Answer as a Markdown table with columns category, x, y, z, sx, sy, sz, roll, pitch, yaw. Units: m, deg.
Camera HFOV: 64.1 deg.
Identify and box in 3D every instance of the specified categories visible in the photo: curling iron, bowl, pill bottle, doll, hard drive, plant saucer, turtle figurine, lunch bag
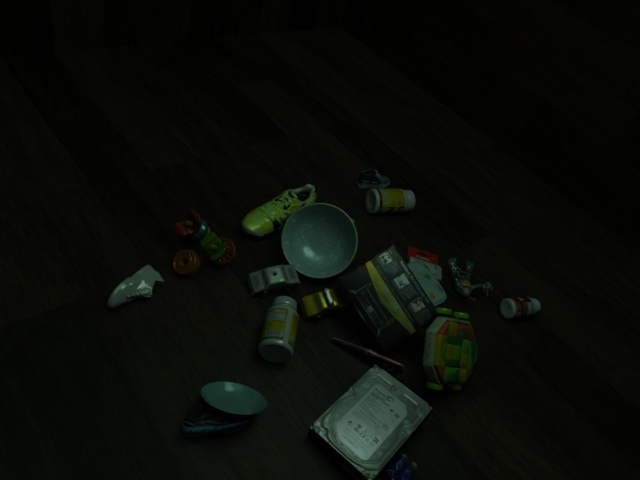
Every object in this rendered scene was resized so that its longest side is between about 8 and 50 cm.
| category | x | y | z | sx | sy | sz | roll | pitch | yaw |
| --- | --- | --- | --- | --- | --- | --- | --- | --- | --- |
| curling iron | 0.164 | 0.399 | 1.752 | 0.274 | 0.068 | 0.035 | 25 | 5 | 12 |
| bowl | 0.000 | 0.000 | 1.995 | 0.290 | 0.289 | 0.156 | 23 | 2 | 3 |
| pill bottle | 0.824 | 0.275 | 2.105 | 0.152 | 0.086 | 0.086 | -2 | 47 | -23 |
| doll | 0.204 | 0.701 | 1.467 | 0.129 | 0.046 | 0.189 | 33 | 44 | 31 |
| pill bottle | 0.322 | -0.182 | 2.352 | 0.209 | 0.119 | 0.119 | -3 | 48 | -23 |
| hard drive | 0.157 | 0.554 | 1.565 | 0.237 | 0.064 | 0.339 | 35 | 43 | 27 |
| plant saucer | -0.256 | 0.471 | 1.489 | 0.195 | 0.037 | 0.195 | 16 | 6 | -2 |
| turtle figurine | 0.598 | 0.163 | 2.112 | 0.175 | 0.118 | 0.234 | 28 | 26 | -13 |
| pill bottle | -0.134 | 0.290 | 1.704 | 0.118 | 0.117 | 0.208 | 14 | 43 | -7 |
| lunch bag | 0.331 | 0.208 | 1.969 | 0.279 | 0.108 | 0.224 | -14 | 59 | -29 |

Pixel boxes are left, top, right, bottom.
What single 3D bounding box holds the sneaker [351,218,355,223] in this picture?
| category | x | y | z | sx | sy | sz | roll | pitch | yaw |
| --- | --- | --- | --- | --- | --- | --- | --- | --- | --- |
| sneaker | 0.062 | -0.067 | 2.177 | 0.191 | 0.071 | 0.083 | -17 | 49 | -34 |

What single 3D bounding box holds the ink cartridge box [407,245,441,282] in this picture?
| category | x | y | z | sx | sy | sz | roll | pitch | yaw |
| --- | --- | --- | --- | --- | --- | --- | --- | --- | --- |
| ink cartridge box | 0.443 | 0.094 | 2.176 | 0.145 | 0.045 | 0.179 | 18 | 45 | -3 |

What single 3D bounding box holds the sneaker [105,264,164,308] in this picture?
| category | x | y | z | sx | sy | sz | roll | pitch | yaw |
| --- | --- | --- | --- | --- | --- | --- | --- | --- | --- |
| sneaker | -0.605 | 0.166 | 1.689 | 0.094 | 0.080 | 0.212 | 39 | 44 | 3 |

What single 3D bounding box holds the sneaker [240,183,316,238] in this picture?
| category | x | y | z | sx | sy | sz | roll | pitch | yaw |
| --- | --- | --- | --- | --- | --- | --- | --- | --- | --- |
| sneaker | -0.171 | -0.135 | 2.098 | 0.145 | 0.147 | 0.385 | 42 | 48 | 19 |

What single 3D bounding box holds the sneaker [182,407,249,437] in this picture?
| category | x | y | z | sx | sy | sz | roll | pitch | yaw |
| --- | --- | --- | --- | --- | --- | --- | --- | --- | --- |
| sneaker | -0.296 | 0.512 | 1.456 | 0.188 | 0.067 | 0.078 | 2 | 49 | -16 |

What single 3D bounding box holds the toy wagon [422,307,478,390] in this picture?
| category | x | y | z | sx | sy | sz | roll | pitch | yaw |
| --- | --- | --- | --- | --- | --- | --- | --- | --- | --- |
| toy wagon | 0.466 | 0.379 | 1.761 | 0.344 | 0.068 | 0.267 | 17 | 79 | -43 |

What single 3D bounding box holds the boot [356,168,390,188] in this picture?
| category | x | y | z | sx | sy | sz | roll | pitch | yaw |
| --- | --- | --- | --- | --- | --- | --- | --- | --- | --- |
| boot | 0.268 | -0.302 | 2.476 | 0.190 | 0.086 | 0.069 | -10 | 51 | -29 |

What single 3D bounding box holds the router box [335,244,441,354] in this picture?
| category | x | y | z | sx | sy | sz | roll | pitch | yaw |
| --- | --- | --- | --- | --- | --- | --- | --- | --- | --- |
| router box | 0.236 | 0.207 | 1.809 | 0.243 | 0.081 | 0.308 | -30 | 79 | -8 |

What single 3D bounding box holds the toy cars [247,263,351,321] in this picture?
| category | x | y | z | sx | sy | sz | roll | pitch | yaw |
| --- | --- | --- | --- | --- | --- | --- | --- | --- | --- |
| toy cars | -0.071 | 0.174 | 1.843 | 0.394 | 0.087 | 0.176 | 23 | 58 | 3 |

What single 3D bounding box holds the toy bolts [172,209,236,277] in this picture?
| category | x | y | z | sx | sy | sz | roll | pitch | yaw |
| --- | --- | --- | --- | --- | --- | --- | --- | --- | --- |
| toy bolts | -0.440 | 0.024 | 1.884 | 0.218 | 0.158 | 0.228 | -36 | 71 | 3 |
